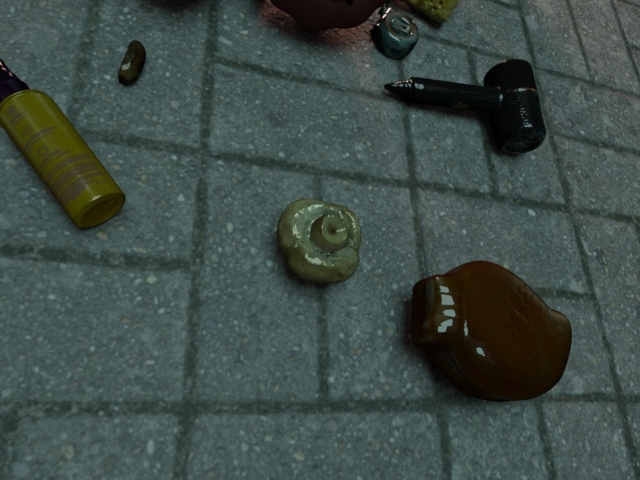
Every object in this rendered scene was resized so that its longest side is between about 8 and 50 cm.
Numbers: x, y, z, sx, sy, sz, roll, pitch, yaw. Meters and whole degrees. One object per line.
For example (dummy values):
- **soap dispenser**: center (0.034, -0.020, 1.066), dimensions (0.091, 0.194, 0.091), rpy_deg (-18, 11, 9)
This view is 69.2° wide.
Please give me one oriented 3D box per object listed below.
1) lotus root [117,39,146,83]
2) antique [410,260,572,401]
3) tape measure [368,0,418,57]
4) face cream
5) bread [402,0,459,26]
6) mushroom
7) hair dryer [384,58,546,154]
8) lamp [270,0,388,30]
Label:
- **lotus root**: center (-0.309, -0.297, 0.769), dimensions (0.030, 0.037, 0.083), rpy_deg (17, 63, -19)
- **antique**: center (0.273, 0.146, 0.760), dimensions (0.278, 0.129, 0.224), rpy_deg (12, 66, -17)
- **tape measure**: center (0.183, -0.481, 0.967), dimensions (0.107, 0.180, 0.104), rpy_deg (32, 45, -5)
- **face cream**: center (-0.386, -0.145, 0.652), dimensions (0.078, 0.078, 0.273), rpy_deg (-36, 84, -29)
- **bread**: center (0.265, -0.659, 1.072), dimensions (0.204, 0.162, 0.262), rpy_deg (24, 71, -8)
- **mushroom**: center (0.000, 0.000, 0.725), dimensions (0.148, 0.112, 0.148), rpy_deg (7, 74, -24)
- **hair dryer**: center (0.302, -0.288, 0.984), dimensions (0.351, 0.107, 0.189), rpy_deg (1, 70, -12)
- **lamp**: center (0.018, -0.564, 0.876), dimensions (0.305, 0.305, 0.240), rpy_deg (11, 33, -17)
